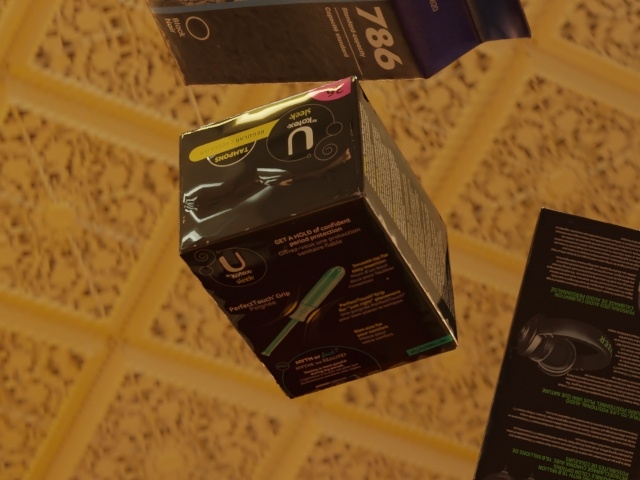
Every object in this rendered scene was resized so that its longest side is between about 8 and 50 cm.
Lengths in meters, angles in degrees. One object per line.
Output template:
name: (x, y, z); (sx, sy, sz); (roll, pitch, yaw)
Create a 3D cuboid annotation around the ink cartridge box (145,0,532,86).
ink cartridge box: (-0.005, -0.209, 1.569); (0.333, 0.065, 0.165); (0, -54, 38)

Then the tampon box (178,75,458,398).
tampon box: (0.000, 0.000, 1.199); (0.120, 0.101, 0.161); (-17, -43, 16)

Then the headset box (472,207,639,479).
headset box: (0.204, 0.150, 1.609); (0.131, 0.246, 0.283); (14, -105, 7)
